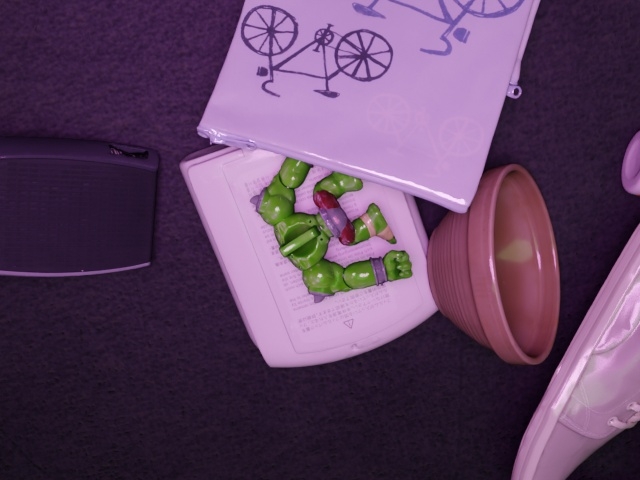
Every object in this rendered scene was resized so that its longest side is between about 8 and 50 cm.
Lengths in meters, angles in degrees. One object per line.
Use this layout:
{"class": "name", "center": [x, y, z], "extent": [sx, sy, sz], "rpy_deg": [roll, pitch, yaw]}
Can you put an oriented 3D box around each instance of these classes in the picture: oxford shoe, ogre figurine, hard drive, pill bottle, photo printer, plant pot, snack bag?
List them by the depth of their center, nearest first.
{"class": "snack bag", "center": [0.067, -0.219, 0.989], "extent": [0.323, 0.037, 0.342], "rpy_deg": [17, 78, 4]}
{"class": "ogre figurine", "center": [0.004, -0.021, 0.993], "extent": [0.118, 0.097, 0.197], "rpy_deg": [-33, 110, -1]}
{"class": "hard drive", "center": [-0.319, -0.035, 1.070], "extent": [0.254, 0.054, 0.172], "rpy_deg": [0, 106, -26]}
{"class": "plant pot", "center": [0.201, 0.033, 1.077], "extent": [0.109, 0.237, 0.237], "rpy_deg": [-8, 107, 30]}
{"class": "pill bottle", "center": [0.459, -0.083, 1.101], "extent": [0.152, 0.086, 0.086], "rpy_deg": [13, 104, -5]}
{"class": "photo printer", "center": [0.000, 0.000, 1.103], "extent": [0.256, 0.107, 0.307], "rpy_deg": [-20, 105, 4]}
{"class": "oxford shoe", "center": [0.370, 0.173, 1.117], "extent": [0.130, 0.169, 0.449], "rpy_deg": [31, 104, 23]}
